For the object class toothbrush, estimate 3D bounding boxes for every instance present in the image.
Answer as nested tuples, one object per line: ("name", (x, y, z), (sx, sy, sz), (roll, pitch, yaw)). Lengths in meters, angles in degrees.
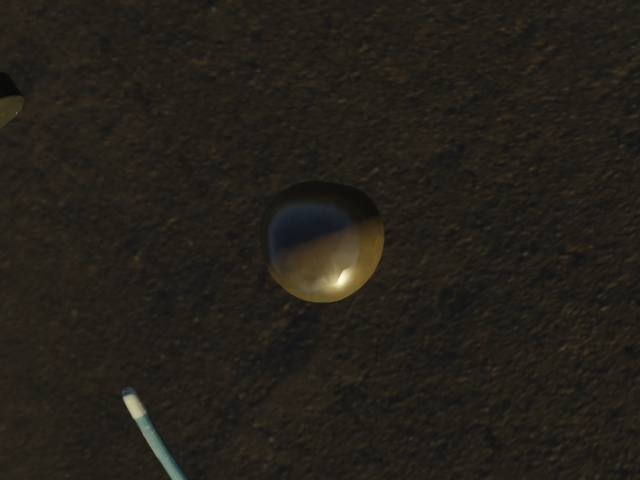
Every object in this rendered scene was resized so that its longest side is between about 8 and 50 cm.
("toothbrush", (-0.128, 0.263, 1.202), (0.025, 0.019, 0.276), (-30, 104, 0))

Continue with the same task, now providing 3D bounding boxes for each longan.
("longan", (0.000, 0.000, 1.647), (0.189, 0.189, 0.189), (7, 103, 30))

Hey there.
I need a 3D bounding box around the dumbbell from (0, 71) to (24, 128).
("dumbbell", (-0.596, -0.273, 1.924), (0.152, 0.152, 0.218), (-37, 86, 31))
